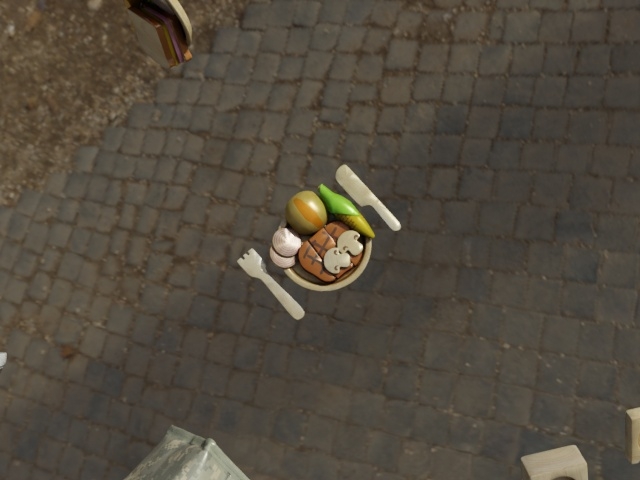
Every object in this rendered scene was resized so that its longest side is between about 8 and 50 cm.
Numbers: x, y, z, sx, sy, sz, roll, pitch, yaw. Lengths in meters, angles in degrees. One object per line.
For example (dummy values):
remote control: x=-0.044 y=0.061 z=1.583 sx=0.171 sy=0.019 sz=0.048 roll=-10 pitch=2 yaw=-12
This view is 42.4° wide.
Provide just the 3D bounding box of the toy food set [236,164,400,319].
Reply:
toy food set: x=0.000 y=0.000 z=1.050 sx=0.192 sy=0.038 sz=0.132 roll=-43 pitch=80 yaw=-7

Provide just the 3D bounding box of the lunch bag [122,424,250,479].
lunch bag: x=-0.137 y=0.404 z=0.957 sx=0.235 sy=0.287 sz=0.169 roll=-47 pitch=20 yaw=-24

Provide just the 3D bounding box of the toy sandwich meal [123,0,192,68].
toy sandwich meal: x=-0.132 y=-0.173 z=0.637 sx=0.029 sy=0.085 sz=0.085 roll=-44 pitch=59 yaw=-14

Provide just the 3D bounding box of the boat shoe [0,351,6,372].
boat shoe: x=-0.485 y=0.200 z=1.152 sx=0.228 sy=0.080 sz=0.076 roll=177 pitch=95 yaw=-72

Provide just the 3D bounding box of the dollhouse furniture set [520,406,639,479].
dollhouse furniture set: x=0.258 y=0.233 z=0.669 sx=0.151 sy=0.144 sz=0.123 roll=-12 pitch=26 yaw=-2
